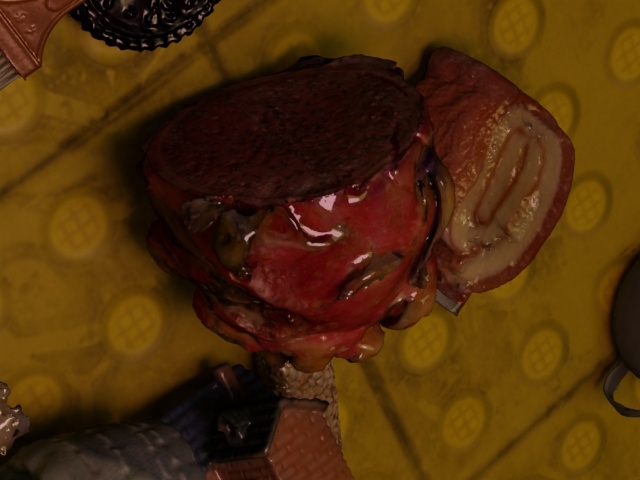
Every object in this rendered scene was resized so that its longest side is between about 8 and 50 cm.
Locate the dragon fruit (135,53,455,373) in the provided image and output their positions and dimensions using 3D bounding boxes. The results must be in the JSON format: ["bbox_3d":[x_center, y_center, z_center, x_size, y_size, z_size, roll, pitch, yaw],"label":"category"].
[{"bbox_3d":[0.000,0.000,1.863,0.314,0.296,0.263,-21,122,-19],"label":"dragon fruit"}]

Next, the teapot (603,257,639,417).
[{"bbox_3d":[0.444,0.091,2.315,0.294,0.129,0.193,-51,127,-10],"label":"teapot"}]

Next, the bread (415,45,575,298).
[{"bbox_3d":[0.158,-0.057,2.042,0.190,0.123,0.244,31,81,-41],"label":"bread"}]

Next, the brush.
[{"bbox_3d":[-0.214,-0.229,1.733,0.314,0.017,0.090,-35,123,0],"label":"brush"}]

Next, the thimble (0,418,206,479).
[{"bbox_3d":[-0.215,0.291,1.860,0.172,0.205,0.250,-13,141,-34],"label":"thimble"}]

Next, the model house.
[{"bbox_3d":[-0.077,0.215,1.931,0.166,0.183,0.172,-30,103,-40],"label":"model house"}]

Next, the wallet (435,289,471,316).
[{"bbox_3d":[0.110,-0.005,2.107,0.196,0.020,0.103,36,79,-37],"label":"wallet"}]

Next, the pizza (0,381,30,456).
[{"bbox_3d":[-0.514,0.175,1.687,0.435,0.080,0.392,-44,126,-17],"label":"pizza"}]

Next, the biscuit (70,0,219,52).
[{"bbox_3d":[-0.161,-0.268,1.796,0.194,0.053,0.195,-13,115,-31],"label":"biscuit"}]

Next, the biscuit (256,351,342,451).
[{"bbox_3d":[-0.024,0.171,2.043,0.082,0.070,0.168,-22,120,-24],"label":"biscuit"}]
